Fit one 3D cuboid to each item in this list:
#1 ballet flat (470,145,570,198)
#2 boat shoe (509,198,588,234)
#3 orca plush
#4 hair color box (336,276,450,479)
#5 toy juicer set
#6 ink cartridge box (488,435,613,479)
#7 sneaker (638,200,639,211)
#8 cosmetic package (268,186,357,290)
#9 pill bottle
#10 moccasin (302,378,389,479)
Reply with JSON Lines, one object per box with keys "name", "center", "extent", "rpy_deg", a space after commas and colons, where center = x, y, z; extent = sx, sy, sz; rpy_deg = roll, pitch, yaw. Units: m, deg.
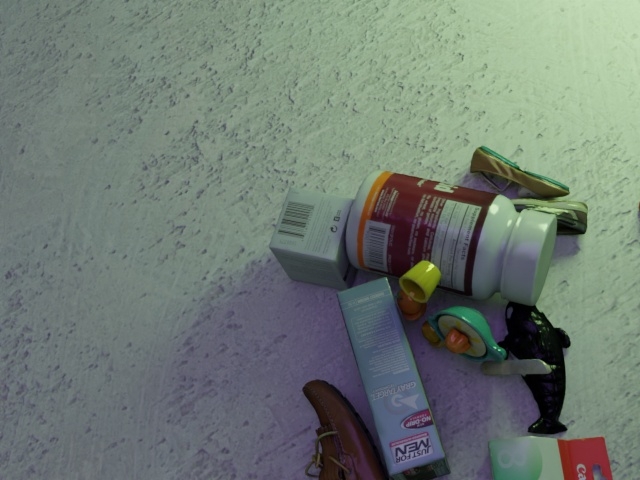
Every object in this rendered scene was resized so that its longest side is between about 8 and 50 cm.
{"name": "ballet flat", "center": [0.437, -0.133, 1.914], "extent": [0.232, 0.080, 0.073], "rpy_deg": [31, 104, 25]}
{"name": "boat shoe", "center": [0.461, -0.042, 1.853], "extent": [0.224, 0.080, 0.073], "rpy_deg": [-1, 61, 7]}
{"name": "orca plush", "center": [0.424, 0.238, 1.724], "extent": [0.151, 0.102, 0.287], "rpy_deg": [1, 67, 13]}
{"name": "hair color box", "center": [0.145, 0.284, 1.721], "extent": [0.114, 0.185, 0.374], "rpy_deg": [-19, 64, 4]}
{"name": "toy juicer set", "center": [0.271, 0.197, 1.715], "extent": [0.329, 0.209, 0.089], "rpy_deg": [41, 64, 7]}
{"name": "ink cartridge box", "center": [0.443, 0.463, 1.642], "extent": [0.225, 0.056, 0.180], "rpy_deg": [-9, 60, 11]}
{"name": "sneaker", "center": [0.726, -0.127, 1.837], "extent": [0.061, 0.065, 0.157], "rpy_deg": [18, 72, 19]}
{"name": "cosmetic package", "center": [0.000, 0.000, 1.881], "extent": [0.152, 0.183, 0.151], "rpy_deg": [11, 70, 19]}
{"name": "pill bottle", "center": [0.271, -0.004, 1.790], "extent": [0.392, 0.224, 0.224], "rpy_deg": [14, 71, 21]}
{"name": "moccasin", "center": [0.048, 0.454, 1.707], "extent": [0.147, 0.139, 0.380], "rpy_deg": [-23, 73, -7]}
